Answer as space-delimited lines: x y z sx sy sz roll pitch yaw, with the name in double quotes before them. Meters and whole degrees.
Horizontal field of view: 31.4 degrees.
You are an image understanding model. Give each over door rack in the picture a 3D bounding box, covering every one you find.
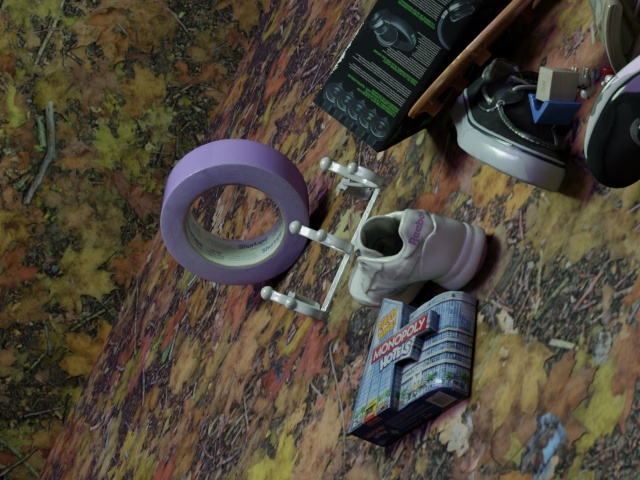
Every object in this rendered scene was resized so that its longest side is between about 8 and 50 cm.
"over door rack" 0.000 0.000 1.788 0.324 0.108 0.240 159 136 -87

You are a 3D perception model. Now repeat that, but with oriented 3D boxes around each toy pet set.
"toy pet set" 0.311 -0.164 1.329 0.122 0.114 0.065 -126 39 -71

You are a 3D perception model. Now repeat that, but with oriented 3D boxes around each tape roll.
"tape roll" -0.157 -0.050 2.119 0.275 0.274 0.090 -54 23 29

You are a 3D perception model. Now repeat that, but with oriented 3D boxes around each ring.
"ring" 0.245 -0.279 1.524 0.336 0.032 0.336 -45 -2 -2

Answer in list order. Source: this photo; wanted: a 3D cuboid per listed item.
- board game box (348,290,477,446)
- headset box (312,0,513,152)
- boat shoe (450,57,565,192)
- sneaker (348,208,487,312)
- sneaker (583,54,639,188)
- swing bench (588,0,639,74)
"board game box" 0.121 0.142 1.478 0.194 0.060 0.194 -43 29 47
"headset box" 0.139 -0.280 1.696 0.283 0.131 0.246 -55 -9 23
"boat shoe" 0.241 -0.163 1.447 0.119 0.121 0.335 -63 16 17
"sneaker" 0.098 0.014 1.558 0.305 0.152 0.114 -30 41 61
"sneaker" 0.370 -0.140 1.117 0.283 0.107 0.124 -52 29 32
"swing bench" 0.374 -0.315 1.225 0.255 0.165 0.253 -53 22 31
